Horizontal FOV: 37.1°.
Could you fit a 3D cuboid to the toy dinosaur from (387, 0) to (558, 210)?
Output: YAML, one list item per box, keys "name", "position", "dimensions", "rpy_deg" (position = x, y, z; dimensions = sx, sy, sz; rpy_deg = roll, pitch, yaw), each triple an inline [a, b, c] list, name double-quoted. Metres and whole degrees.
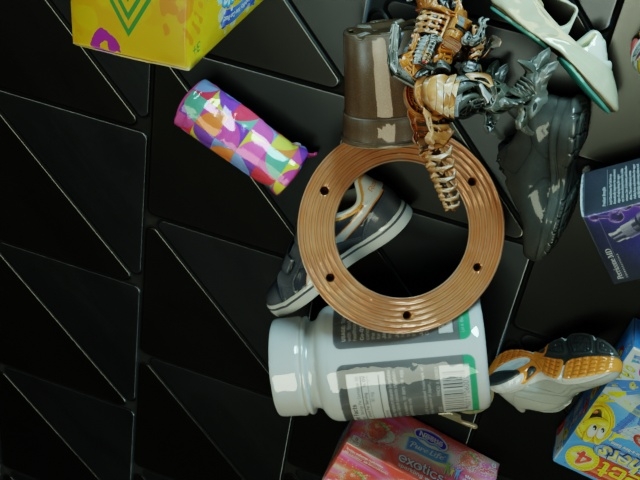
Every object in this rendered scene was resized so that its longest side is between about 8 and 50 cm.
- name: "toy dinosaur"
  position: [0.187, -0.216, 1.347]
  dimensions: [0.218, 0.164, 0.322]
  rpy_deg: [0, 115, -23]

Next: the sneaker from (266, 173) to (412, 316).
- name: "sneaker"
  position: [0.000, 0.000, 1.642]
  dimensions: [0.321, 0.126, 0.127]
  rpy_deg: [-39, 107, 24]

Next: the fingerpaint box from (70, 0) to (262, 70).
- name: "fingerpaint box"
  position: [-0.140, -0.474, 1.189]
  dimensions: [0.163, 0.445, 0.371]
  rpy_deg: [14, 124, 11]

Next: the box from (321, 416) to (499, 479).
- name: "box"
  position: [0.176, 0.452, 1.848]
  dimensions: [0.300, 0.154, 0.142]
  rpy_deg: [28, 126, 3]

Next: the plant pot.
- name: "plant pot"
  position: [0.104, -0.241, 1.435]
  dimensions: [0.167, 0.167, 0.165]
  rpy_deg: [1, 113, 20]

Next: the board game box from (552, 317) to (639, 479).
- name: "board game box"
  position: [0.608, 0.323, 1.643]
  dimensions: [0.308, 0.086, 0.302]
  rpy_deg: [24, 126, 5]

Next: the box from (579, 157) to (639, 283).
- name: "box"
  position: [0.511, -0.040, 1.418]
  dimensions: [0.207, 0.108, 0.153]
  rpy_deg: [-17, 126, 28]

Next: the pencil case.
- name: "pencil case"
  position: [-0.129, -0.172, 1.598]
  dimensions: [0.236, 0.104, 0.104]
  rpy_deg: [34, 126, -5]

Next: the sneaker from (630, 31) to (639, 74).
- name: "sneaker"
  position: [0.530, -0.276, 1.285]
  dimensions: [0.225, 0.093, 0.088]
  rpy_deg: [-27, 109, 31]

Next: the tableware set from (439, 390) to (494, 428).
- name: "tableware set"
  position: [0.228, 0.257, 1.771]
  dimensions: [0.194, 0.039, 0.128]
  rpy_deg: [22, 111, -1]

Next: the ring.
- name: "ring"
  position: [0.129, -0.018, 1.532]
  dimensions: [0.336, 0.032, 0.337]
  rpy_deg: [0, 91, -5]

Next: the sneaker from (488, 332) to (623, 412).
- name: "sneaker"
  position: [0.417, 0.239, 1.644]
  dimensions: [0.121, 0.099, 0.262]
  rpy_deg: [45, 144, -22]

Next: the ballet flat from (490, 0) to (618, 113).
- name: "ballet flat"
  position: [0.353, -0.287, 1.358]
  dimensions: [0.248, 0.086, 0.086]
  rpy_deg: [40, 126, -6]

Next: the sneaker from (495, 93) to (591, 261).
- name: "sneaker"
  position: [0.335, -0.102, 1.477]
  dimensions: [0.130, 0.109, 0.286]
  rpy_deg: [16, 122, 24]

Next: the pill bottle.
- name: "pill bottle"
  position: [0.102, 0.203, 1.636]
  dimensions: [0.361, 0.204, 0.204]
  rpy_deg: [-5, 120, 7]
